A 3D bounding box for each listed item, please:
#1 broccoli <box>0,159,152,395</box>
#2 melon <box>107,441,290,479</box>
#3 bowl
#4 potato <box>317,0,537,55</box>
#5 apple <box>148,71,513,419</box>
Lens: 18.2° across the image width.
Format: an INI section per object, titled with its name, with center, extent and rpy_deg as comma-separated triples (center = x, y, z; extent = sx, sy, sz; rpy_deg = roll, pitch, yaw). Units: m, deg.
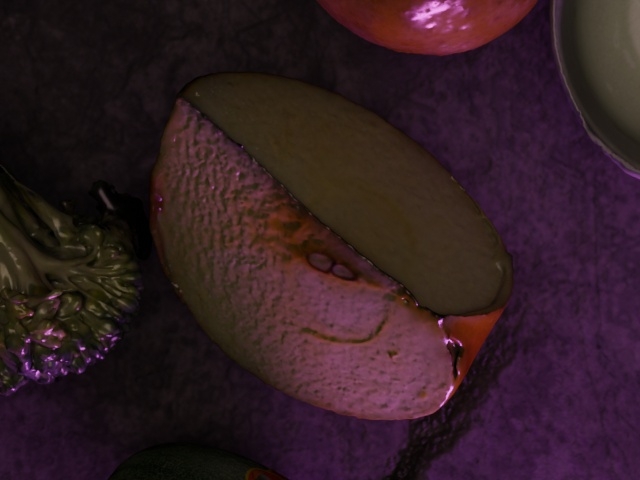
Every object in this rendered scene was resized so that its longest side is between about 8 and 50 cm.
[broccoli]
center = -0.279, -0.002, 1.742
extent = 0.247, 0.263, 0.243
rpy_deg = -34, 121, -16
[melon]
center = -0.069, 0.292, 1.776
extent = 0.288, 0.182, 0.182
rpy_deg = 32, 94, 0
[bowl]
center = 0.352, -0.194, 1.736
extent = 0.307, 0.163, 0.307
rpy_deg = 1, 98, 7
[potato]
center = 0.059, -0.342, 1.652
extent = 0.290, 0.296, 0.397
rpy_deg = -19, 96, 18
[apple]
center = 0.000, 0.000, 1.760
extent = 0.346, 0.179, 0.254
rpy_deg = 39, 81, -1
